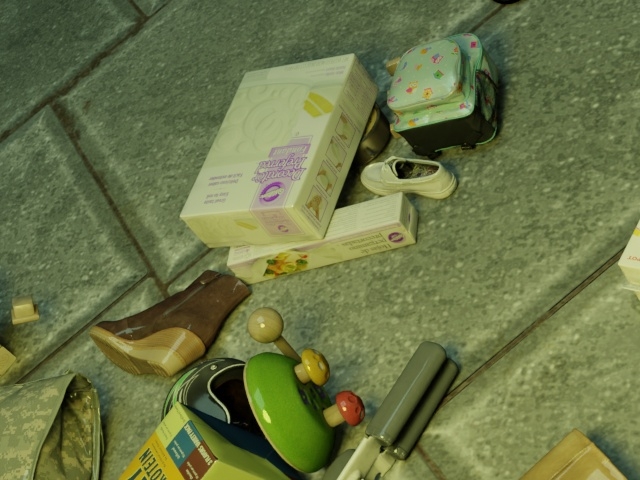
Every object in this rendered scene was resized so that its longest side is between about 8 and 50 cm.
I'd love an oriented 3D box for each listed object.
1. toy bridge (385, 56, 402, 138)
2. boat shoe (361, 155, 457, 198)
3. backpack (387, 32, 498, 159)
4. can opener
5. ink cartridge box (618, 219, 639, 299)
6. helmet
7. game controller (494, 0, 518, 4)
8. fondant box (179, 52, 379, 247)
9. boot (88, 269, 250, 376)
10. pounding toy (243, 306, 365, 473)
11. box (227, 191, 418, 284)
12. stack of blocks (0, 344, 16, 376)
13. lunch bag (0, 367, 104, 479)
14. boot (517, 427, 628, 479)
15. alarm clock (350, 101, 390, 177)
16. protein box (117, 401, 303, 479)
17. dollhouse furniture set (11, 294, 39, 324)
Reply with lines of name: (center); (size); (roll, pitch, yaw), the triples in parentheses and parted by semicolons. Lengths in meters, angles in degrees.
toy bridge: (0.149, -0.258, 2.112); (0.063, 0.026, 0.188); (-19, 45, 19)
boat shoe: (0.133, -0.107, 1.959); (0.184, 0.063, 0.066); (17, 65, 44)
backpack: (0.203, -0.249, 1.978); (0.166, 0.144, 0.188); (-13, 44, 35)
can opener: (0.085, 0.259, 1.657); (0.093, 0.074, 0.280); (21, 68, 46)
ink cartridge box: (0.460, 0.021, 1.578); (0.092, 0.090, 0.143); (13, 63, 43)
helmet: (-0.151, 0.257, 1.772); (0.169, 0.169, 0.161); (-29, 53, 12)
game controller: (0.313, -0.537, 2.227); (0.166, 0.067, 0.319); (-53, 40, 7)
fondant box: (-0.065, -0.150, 2.028); (0.238, 0.096, 0.330); (-4, 52, 35)
boot: (-0.254, 0.131, 2.043); (0.248, 0.090, 0.207); (11, 49, 44)
pounding toy: (-0.013, 0.200, 1.697); (0.110, 0.183, 0.237); (-31, 37, 16)
box: (0.000, 0.000, 1.962); (0.324, 0.063, 0.067); (-15, 47, 26)
stack of blocks: (-0.719, 0.284, 2.226); (0.171, 0.087, 0.297); (21, 68, 45)
lunch bag: (-0.476, 0.353, 1.922); (0.235, 0.169, 0.287); (-14, 51, 27)
boot: (0.223, 0.328, 1.490); (0.269, 0.089, 0.236); (-40, 51, -1)
alarm clock: (0.058, -0.196, 2.095); (0.129, 0.064, 0.192); (-14, 49, 27)
protein box: (-0.155, 0.359, 1.621); (0.201, 0.200, 0.136); (-53, 40, 7)
dollhouse furniture set: (-0.690, 0.157, 2.223); (0.355, 0.174, 0.303); (-10, 27, -11)
